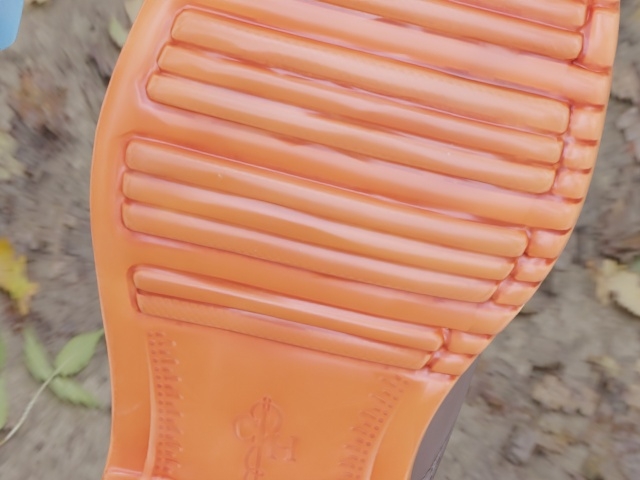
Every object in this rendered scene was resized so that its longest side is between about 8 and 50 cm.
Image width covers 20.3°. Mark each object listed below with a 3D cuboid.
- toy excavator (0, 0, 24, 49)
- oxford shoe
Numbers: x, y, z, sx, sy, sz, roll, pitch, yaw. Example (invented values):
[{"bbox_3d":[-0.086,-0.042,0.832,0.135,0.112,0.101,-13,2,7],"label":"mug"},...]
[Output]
[{"bbox_3d":[-0.273,-0.289,1.301,0.433,0.222,0.445,8,53,-11],"label":"toy excavator"},{"bbox_3d":[0.000,0.000,0.545,0.130,0.133,0.364,19,116,1],"label":"oxford shoe"}]
